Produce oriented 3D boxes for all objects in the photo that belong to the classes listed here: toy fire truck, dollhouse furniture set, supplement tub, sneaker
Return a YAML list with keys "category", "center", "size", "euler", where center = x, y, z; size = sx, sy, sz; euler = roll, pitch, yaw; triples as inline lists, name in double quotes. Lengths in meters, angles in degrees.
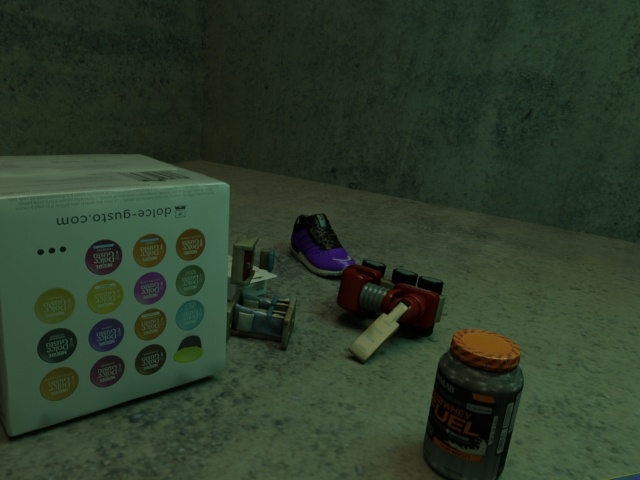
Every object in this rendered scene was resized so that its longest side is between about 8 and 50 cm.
- category: "toy fire truck"
  center: [0.117, 0.143, 1.185]
  size: [0.217, 0.158, 0.246]
  euler: [16, 8, 30]
- category: "dollhouse furniture set"
  center: [-0.114, 0.100, 1.121]
  size: [0.130, 0.183, 0.129]
  euler: [7, 16, 2]
- category: "supplement tub"
  center: [0.214, 0.228, 0.793]
  size: [0.117, 0.190, 0.117]
  euler: [6, 15, -2]
- category: "sneaker"
  center: [-0.001, 0.000, 1.582]
  size: [0.102, 0.146, 0.293]
  euler: [-4, 19, -32]

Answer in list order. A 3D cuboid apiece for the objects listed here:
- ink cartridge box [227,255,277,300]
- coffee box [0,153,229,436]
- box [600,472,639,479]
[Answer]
- category: "ink cartridge box"
  center: [-0.200, 0.093, 1.336]
  size: [0.180, 0.060, 0.104]
  euler: [19, 20, 38]
- category: "coffee box"
  center: [-0.380, 0.048, 0.928]
  size: [0.338, 0.334, 0.338]
  euler: [-9, 20, -40]
- category: "box"
  center: [0.426, 0.331, 0.717]
  size: [0.169, 0.054, 0.059]
  euler: [-8, 17, -9]
